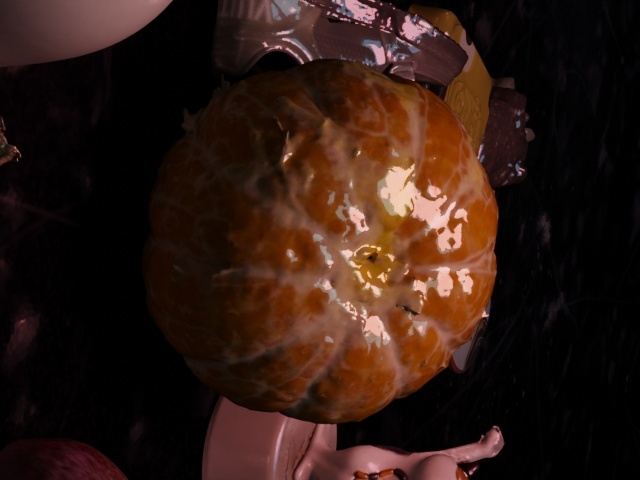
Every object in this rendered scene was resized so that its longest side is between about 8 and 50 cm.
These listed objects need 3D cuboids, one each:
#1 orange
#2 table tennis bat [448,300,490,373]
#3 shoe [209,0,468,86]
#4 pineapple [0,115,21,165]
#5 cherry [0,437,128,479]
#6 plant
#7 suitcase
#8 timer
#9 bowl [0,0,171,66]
[{"bbox_3d":[0.000,0.000,1.600,0.329,0.249,0.329,-8,114,-19],"label":"orange"},{"bbox_3d":[0.193,0.035,2.387,0.173,0.022,0.301,-48,141,-52],"label":"table tennis bat"},{"bbox_3d":[0.009,-0.170,1.737,0.293,0.109,0.149,21,86,-36],"label":"shoe"},{"bbox_3d":[-0.259,-0.064,1.263,0.077,0.114,0.114,60,36,-27],"label":"pineapple"},{"bbox_3d":[-0.202,0.243,1.420,0.176,0.140,0.176,5,84,-55],"label":"cherry"},{"bbox_3d":[0.185,-0.127,2.182,0.194,0.132,0.129,-32,129,-54],"label":"plant"},{"bbox_3d":[0.088,-0.135,1.947,0.235,0.143,0.194,50,53,-60],"label":"suitcase"},{"bbox_3d":[0.036,0.228,1.791,0.175,0.266,0.175,8,90,-66],"label":"timer"},{"bbox_3d":[-0.167,-0.289,1.278,0.354,0.185,0.354,8,90,-66],"label":"bowl"}]
